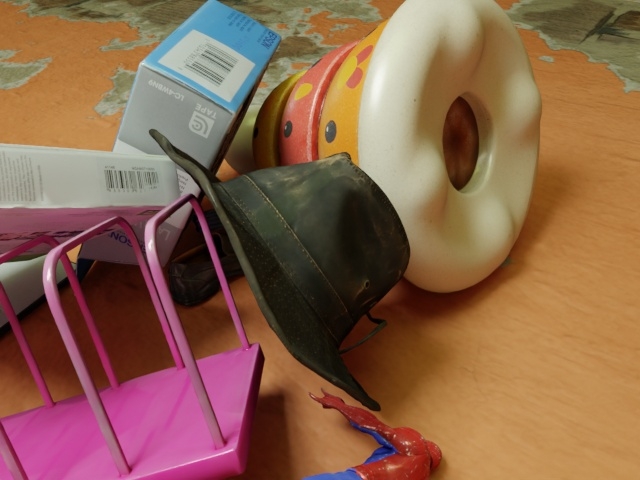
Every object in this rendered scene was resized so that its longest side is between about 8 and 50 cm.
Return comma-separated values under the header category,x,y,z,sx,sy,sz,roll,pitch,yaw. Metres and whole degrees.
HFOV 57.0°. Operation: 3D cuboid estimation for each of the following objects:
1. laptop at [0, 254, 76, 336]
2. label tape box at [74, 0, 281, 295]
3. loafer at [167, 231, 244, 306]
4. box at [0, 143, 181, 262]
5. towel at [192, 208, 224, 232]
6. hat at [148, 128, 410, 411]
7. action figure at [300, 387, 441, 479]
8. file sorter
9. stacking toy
category,x,y,z,sx,sy,sz,roll,pitch,yaw
laptop,-0.581,0.016,0.658,0.382,0.236,0.408,17,41,24
label tape box,-0.187,-0.101,0.759,0.115,0.347,0.249,25,36,-9
loafer,-0.126,0.016,0.766,0.062,0.061,0.170,19,42,28
box,-0.327,-0.022,0.570,0.322,0.058,0.232,-15,-6,37
towel,-0.140,-0.030,0.806,0.067,0.029,0.119,-14,4,-14
hat,0.000,0.000,0.536,0.134,0.331,0.331,-35,42,-2
action figure,-0.014,0.196,0.467,0.139,0.091,0.280,7,6,44
file sorter,-0.216,0.093,0.471,0.291,0.182,0.202,-17,11,2
stacking toy,0.020,-0.128,0.818,0.480,0.350,0.351,6,34,43
